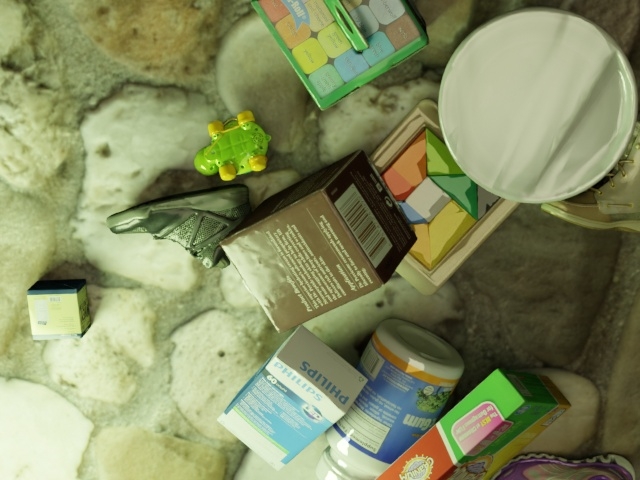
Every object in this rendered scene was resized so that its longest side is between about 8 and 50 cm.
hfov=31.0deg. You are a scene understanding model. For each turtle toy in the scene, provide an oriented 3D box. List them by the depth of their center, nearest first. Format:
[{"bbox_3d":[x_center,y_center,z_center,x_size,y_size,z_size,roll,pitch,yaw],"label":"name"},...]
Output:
[{"bbox_3d":[-0.134,-0.136,1.758,0.130,0.066,0.095,-17,80,12],"label":"turtle toy"}]

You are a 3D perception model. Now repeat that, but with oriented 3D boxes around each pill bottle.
[{"bbox_3d":[0.100,0.272,1.806,0.152,0.152,0.272,25,106,-2],"label":"pill bottle"}]

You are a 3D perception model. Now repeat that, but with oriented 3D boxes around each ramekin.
[{"bbox_3d":[0.298,-0.197,1.622,0.272,0.127,0.273,1,107,3],"label":"ramekin"}]

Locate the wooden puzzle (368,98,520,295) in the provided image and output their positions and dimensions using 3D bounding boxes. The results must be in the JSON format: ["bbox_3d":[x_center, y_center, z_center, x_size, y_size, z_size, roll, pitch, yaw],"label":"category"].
[{"bbox_3d":[0.163,-0.061,1.765,0.221,0.044,0.239,41,105,-7],"label":"wooden puzzle"}]

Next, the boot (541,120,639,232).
[{"bbox_3d":[0.429,-0.099,1.690,0.213,0.077,0.165,4,107,-24],"label":"boot"}]

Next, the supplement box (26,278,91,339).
[{"bbox_3d":[-0.419,0.110,1.855,0.083,0.056,0.083,-2,105,5],"label":"supplement box"}]

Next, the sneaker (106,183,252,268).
[{"bbox_3d":[-0.215,-0.008,1.789,0.227,0.087,0.130,-8,98,2],"label":"sneaker"}]

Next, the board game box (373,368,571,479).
[{"bbox_3d":[0.217,0.327,1.770,0.316,0.242,0.064,-45,64,15],"label":"board game box"}]

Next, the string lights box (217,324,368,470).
[{"bbox_3d":[-0.048,0.247,1.773,0.133,0.077,0.260,40,141,0],"label":"string lights box"}]

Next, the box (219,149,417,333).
[{"bbox_3d":[0.000,0.000,1.704,0.203,0.167,0.168,-26,103,31],"label":"box"}]

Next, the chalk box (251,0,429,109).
[{"bbox_3d":[0.030,-0.305,1.582,0.179,0.289,0.180,-31,100,12],"label":"chalk box"}]

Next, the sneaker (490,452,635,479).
[{"bbox_3d":[0.387,0.400,1.841,0.236,0.104,0.095,-6,106,7],"label":"sneaker"}]
